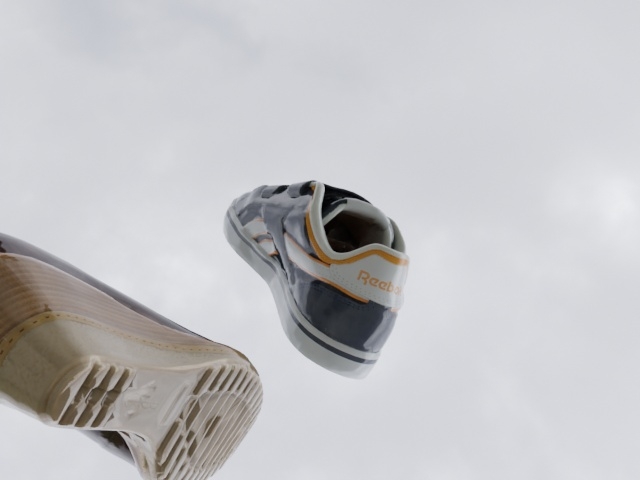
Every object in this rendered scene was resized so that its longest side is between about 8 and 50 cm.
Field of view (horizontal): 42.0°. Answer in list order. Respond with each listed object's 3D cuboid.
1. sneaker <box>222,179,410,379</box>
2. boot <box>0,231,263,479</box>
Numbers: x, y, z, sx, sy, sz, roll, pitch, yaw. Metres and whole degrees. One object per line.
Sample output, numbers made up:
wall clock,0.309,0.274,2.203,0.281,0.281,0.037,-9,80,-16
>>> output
sneaker,0.000,0.000,0.827,0.126,0.321,0.127,20,-74,-30
boot,-0.150,0.045,0.475,0.207,0.248,0.090,31,-99,26
